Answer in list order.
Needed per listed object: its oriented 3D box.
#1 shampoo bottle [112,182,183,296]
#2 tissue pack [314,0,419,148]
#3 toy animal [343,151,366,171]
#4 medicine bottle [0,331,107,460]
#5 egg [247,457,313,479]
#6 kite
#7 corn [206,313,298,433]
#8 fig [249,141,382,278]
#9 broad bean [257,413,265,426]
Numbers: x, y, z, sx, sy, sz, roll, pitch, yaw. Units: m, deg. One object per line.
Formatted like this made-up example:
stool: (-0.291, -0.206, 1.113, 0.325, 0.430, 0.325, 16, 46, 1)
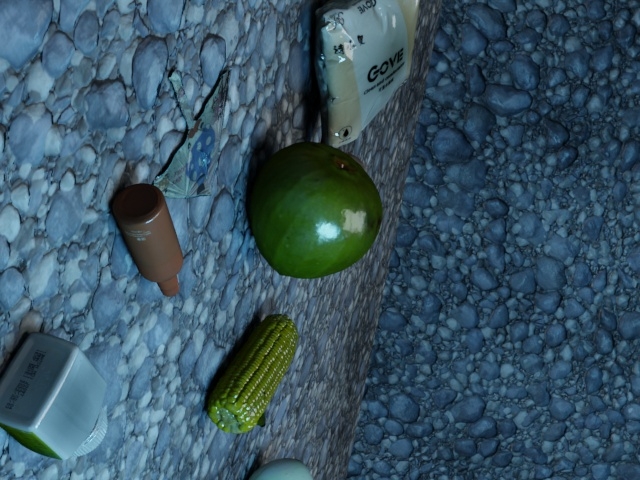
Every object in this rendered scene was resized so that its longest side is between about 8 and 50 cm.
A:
shampoo bottle: (-0.267, 0.012, 1.363, 0.244, 0.085, 0.085, 85, 24, -55)
tissue pack: (0.096, -0.458, 2.082, 0.375, 0.195, 0.390, -49, 151, -35)
toy animal: (0.054, -0.144, 2.247, 0.198, 0.171, 0.171, 75, 32, -65)
medicine bottle: (-0.366, 0.228, 1.174, 0.188, 0.088, 0.132, 80, 28, -57)
egg: (-0.136, 0.705, 2.310, 0.271, 0.161, 0.207, -47, -133, 46)
kite: (-0.222, -0.186, 1.485, 0.314, 0.011, 0.335, 82, 25, -53)
corn: (-0.147, 0.302, 1.959, 0.344, 0.131, 0.131, -56, 155, -51)
fig: (-0.023, -0.046, 1.840, 0.316, 0.316, 0.316, 14, 90, -75)
broad bean: (-0.178, 0.445, 2.141, 0.060, 0.043, 0.297, -65, 165, -6)
